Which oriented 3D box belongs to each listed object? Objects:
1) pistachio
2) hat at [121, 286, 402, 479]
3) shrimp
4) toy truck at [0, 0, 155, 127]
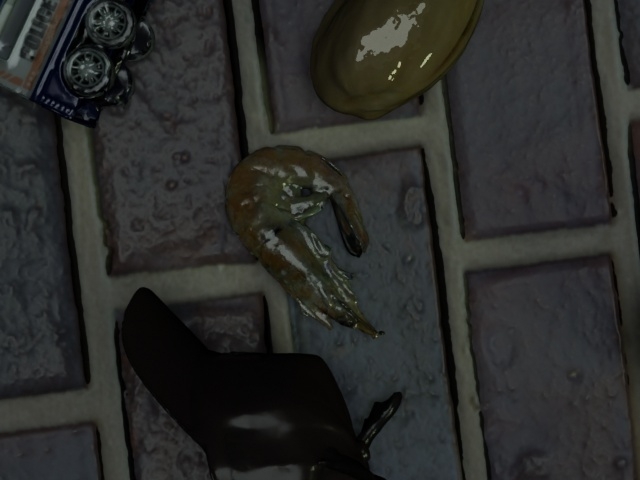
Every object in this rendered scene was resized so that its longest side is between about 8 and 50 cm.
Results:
[{"bbox_3d":[0.081,-0.214,1.385,0.136,0.136,0.226,38,83,-3],"label":"pistachio"},{"bbox_3d":[-0.032,0.162,1.330,0.209,0.238,0.336,-29,82,0],"label":"hat"},{"bbox_3d":[0.000,0.000,1.421,0.126,0.047,0.223,-40,91,-12],"label":"shrimp"},{"bbox_3d":[-0.224,-0.255,1.367,0.155,0.124,0.268,24,91,2],"label":"toy truck"}]
